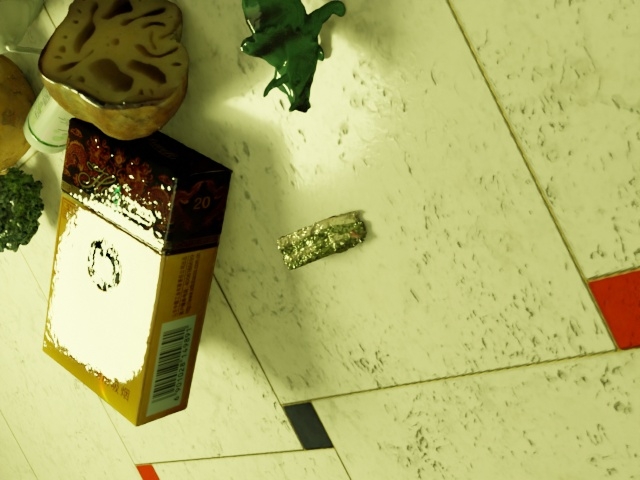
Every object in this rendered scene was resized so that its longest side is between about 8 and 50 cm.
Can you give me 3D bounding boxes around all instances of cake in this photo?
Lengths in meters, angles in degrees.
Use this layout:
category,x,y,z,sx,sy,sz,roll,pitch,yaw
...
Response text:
category,x,y,z,sx,sy,sz,roll,pitch,yaw
cake,0.000,0.000,1.223,0.140,0.055,0.051,-22,90,50

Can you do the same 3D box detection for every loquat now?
category,x,y,z,sx,sy,sz,roll,pitch,yaw
loquat,-0.606,-0.218,1.623,0.235,0.235,0.235,27,132,35

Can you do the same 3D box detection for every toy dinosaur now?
category,x,y,z,sx,sy,sz,roll,pitch,yaw
toy dinosaur,-0.040,-0.291,1.066,0.079,0.120,0.292,-9,83,62

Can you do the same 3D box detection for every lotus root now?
category,x,y,z,sx,sy,sz,roll,pitch,yaw
lotus root,-0.264,-0.222,1.291,0.199,0.188,0.180,25,156,11

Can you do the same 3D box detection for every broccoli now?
category,x,y,z,sx,sy,sz,roll,pitch,yaw
broccoli,-0.652,-0.072,1.806,0.275,0.198,0.177,29,178,43

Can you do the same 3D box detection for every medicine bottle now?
category,x,y,z,sx,sy,sz,roll,pitch,yaw
medicine bottle,-0.419,-0.216,1.524,0.086,0.086,0.183,59,143,1

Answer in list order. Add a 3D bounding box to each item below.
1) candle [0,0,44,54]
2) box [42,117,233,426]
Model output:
category,x,y,z,sx,sy,sz,roll,pitch,yaw
candle,-0.570,-0.414,1.457,0.342,0.221,0.221,51,141,10
box,-0.291,0.037,1.437,0.264,0.116,0.415,30,117,35
